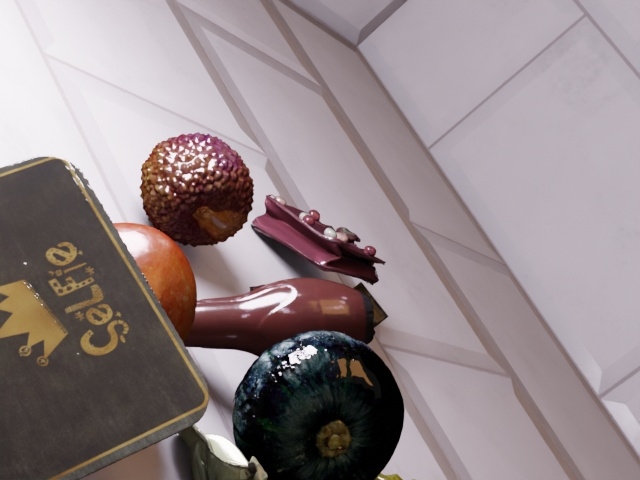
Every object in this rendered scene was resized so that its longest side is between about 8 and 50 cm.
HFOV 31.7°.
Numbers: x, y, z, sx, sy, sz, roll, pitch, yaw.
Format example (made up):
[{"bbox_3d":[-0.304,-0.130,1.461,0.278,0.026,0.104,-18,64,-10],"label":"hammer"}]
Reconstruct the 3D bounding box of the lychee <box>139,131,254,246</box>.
[{"bbox_3d":[-0.194,-0.088,1.748,0.188,0.188,0.188,43,19,-19],"label":"lychee"}]

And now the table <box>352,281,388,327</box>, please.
[{"bbox_3d":[0.064,0.135,2.080,0.083,0.070,0.082,52,18,5],"label":"table"}]

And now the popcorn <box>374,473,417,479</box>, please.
[{"bbox_3d":[0.116,0.405,1.582,0.173,0.142,0.173,19,46,-21],"label":"popcorn"}]

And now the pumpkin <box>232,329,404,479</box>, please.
[{"bbox_3d":[-0.004,0.234,1.473,0.233,0.233,0.163,41,-7,-24],"label":"pumpkin"}]

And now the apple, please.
[{"bbox_3d":[-0.237,0.072,1.332,0.181,0.181,0.168,44,38,-15],"label":"apple"}]

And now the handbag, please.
[{"bbox_3d":[0.001,-0.003,2.096,0.203,0.074,0.216,33,9,32],"label":"handbag"}]

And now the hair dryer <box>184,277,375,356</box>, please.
[{"bbox_3d":[-0.108,0.102,1.670,0.312,0.123,0.340,1,5,-17],"label":"hair dryer"}]

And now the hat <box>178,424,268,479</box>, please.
[{"bbox_3d":[-0.129,0.267,1.349,0.166,0.081,0.122,35,-7,40],"label":"hat"}]

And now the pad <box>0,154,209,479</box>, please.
[{"bbox_3d":[-0.265,0.050,1.189,0.315,0.063,0.375,-23,67,-29],"label":"pad"}]
